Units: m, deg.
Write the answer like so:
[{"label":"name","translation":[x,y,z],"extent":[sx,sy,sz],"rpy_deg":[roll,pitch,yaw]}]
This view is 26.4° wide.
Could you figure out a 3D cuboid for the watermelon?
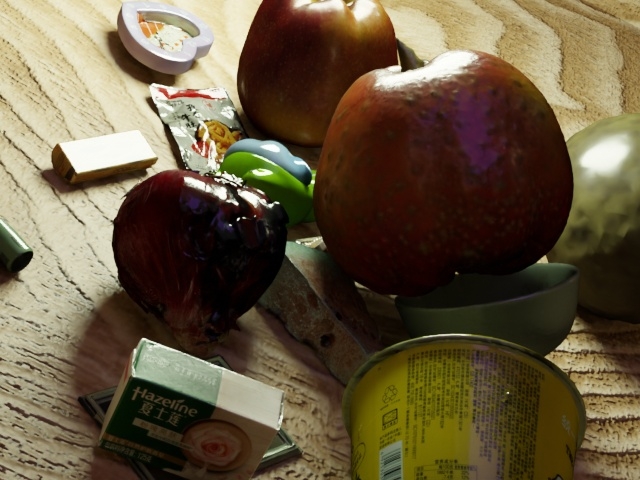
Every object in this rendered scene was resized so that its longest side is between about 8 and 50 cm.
[{"label":"watermelon","translation":[0.018,0.118,2.053],"extent":[0.154,0.094,0.241],"rpy_deg":[5,40,-47]}]

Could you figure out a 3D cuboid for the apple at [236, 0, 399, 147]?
[{"label":"apple","translation":[-0.004,-0.307,2.411],"extent":[0.288,0.316,0.288],"rpy_deg":[6,33,-4]}]

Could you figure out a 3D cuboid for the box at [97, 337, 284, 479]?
[{"label":"box","translation":[-0.160,0.221,1.695],"extent":[0.199,0.135,0.081],"rpy_deg":[20,35,-12]}]

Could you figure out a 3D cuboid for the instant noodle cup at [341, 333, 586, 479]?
[{"label":"instant noodle cup","translation":[0.174,0.313,1.705],"extent":[0.326,0.325,0.254],"rpy_deg":[21,42,-11]}]

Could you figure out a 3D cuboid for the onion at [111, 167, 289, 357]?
[{"label":"onion","translation":[-0.164,0.008,1.944],"extent":[0.281,0.221,0.280],"rpy_deg":[30,47,-39]}]

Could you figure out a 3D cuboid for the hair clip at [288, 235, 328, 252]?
[{"label":"hair clip","translation":[0.004,0.005,2.203],"extent":[0.214,0.062,0.056],"rpy_deg":[-19,67,-47]}]

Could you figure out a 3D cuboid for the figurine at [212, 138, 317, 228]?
[{"label":"figurine","translation":[-0.062,-0.080,2.195],"extent":[0.162,0.143,0.263],"rpy_deg":[7,-4,38]}]

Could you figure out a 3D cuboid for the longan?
[{"label":"longan","translation":[0.570,-0.033,2.414],"extent":[0.391,0.391,0.391],"rpy_deg":[19,34,-14]}]

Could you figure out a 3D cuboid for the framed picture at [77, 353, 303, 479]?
[{"label":"framed picture","translation":[-0.166,0.241,1.800],"extent":[0.252,0.014,0.197],"rpy_deg":[-14,52,-46]}]

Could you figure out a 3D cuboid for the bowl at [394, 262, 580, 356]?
[{"label":"bowl","translation":[0.265,0.135,2.097],"extent":[0.289,0.146,0.289],"rpy_deg":[-10,8,1]}]

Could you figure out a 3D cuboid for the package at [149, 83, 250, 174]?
[{"label":"package","translation":[-0.196,-0.187,2.340],"extent":[0.154,0.030,0.239],"rpy_deg":[2,42,-32]}]

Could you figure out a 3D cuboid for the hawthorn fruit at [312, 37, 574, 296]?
[{"label":"hawthorn fruit","translation":[0.169,-0.115,2.070],"extent":[0.403,0.402,0.402],"rpy_deg":[19,34,-14]}]

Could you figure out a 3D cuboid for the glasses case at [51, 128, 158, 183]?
[{"label":"glasses case","translation":[-0.340,-0.129,2.149],"extent":[0.170,0.041,0.064],"rpy_deg":[-16,65,-48]}]

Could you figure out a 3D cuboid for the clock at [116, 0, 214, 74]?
[{"label":"clock","translation":[-0.295,-0.366,2.477],"extent":[0.172,0.064,0.198],"rpy_deg":[31,33,3]}]

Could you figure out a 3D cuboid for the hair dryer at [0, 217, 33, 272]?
[{"label":"hair dryer","translation":[-0.466,0.024,1.851],"extent":[0.071,0.047,0.150],"rpy_deg":[42,42,18]}]
